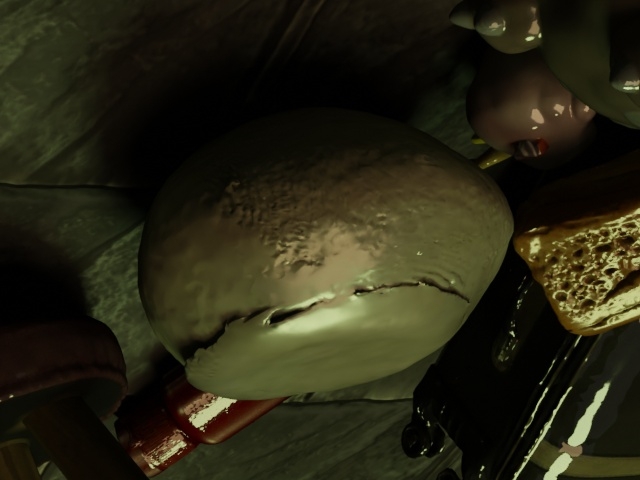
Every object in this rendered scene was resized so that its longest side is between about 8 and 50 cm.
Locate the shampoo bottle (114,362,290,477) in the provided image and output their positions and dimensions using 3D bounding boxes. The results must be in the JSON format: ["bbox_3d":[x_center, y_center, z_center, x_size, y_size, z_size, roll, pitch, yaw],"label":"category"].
[{"bbox_3d":[-0.055,0.106,1.600,0.260,0.064,0.102,-34,147,8],"label":"shampoo bottle"}]

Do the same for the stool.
[{"bbox_3d":[-0.250,0.187,1.412,0.272,0.178,0.272,-23,162,-8],"label":"stool"}]

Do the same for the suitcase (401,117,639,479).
[{"bbox_3d":[0.274,0.057,1.627,0.283,0.194,0.434,1,127,-38],"label":"suitcase"}]

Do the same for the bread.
[{"bbox_3d":[0.284,-0.020,1.393,0.271,0.077,0.139,-25,122,22],"label":"bread"}]

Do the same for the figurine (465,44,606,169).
[{"bbox_3d":[0.193,-0.124,1.439,0.229,0.137,0.112,-29,115,-7],"label":"figurine"}]

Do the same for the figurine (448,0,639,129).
[{"bbox_3d":[0.293,-0.211,1.317,0.381,0.248,0.203,-31,132,-24],"label":"figurine"}]

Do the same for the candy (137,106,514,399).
[{"bbox_3d":[0.000,0.000,1.387,0.295,0.185,0.295,-18,158,-7],"label":"candy"}]
